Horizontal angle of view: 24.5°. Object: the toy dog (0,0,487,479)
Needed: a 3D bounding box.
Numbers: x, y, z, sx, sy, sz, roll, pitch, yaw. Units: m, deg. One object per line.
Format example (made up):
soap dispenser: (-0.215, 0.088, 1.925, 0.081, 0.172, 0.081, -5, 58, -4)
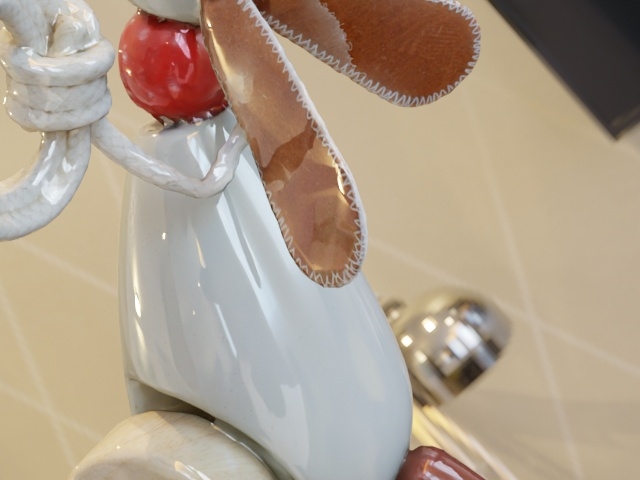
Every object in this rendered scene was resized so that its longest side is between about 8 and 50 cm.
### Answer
toy dog: (0.000, 0.000, 0.532, 0.333, 0.161, 0.220, 82, -157, -44)
